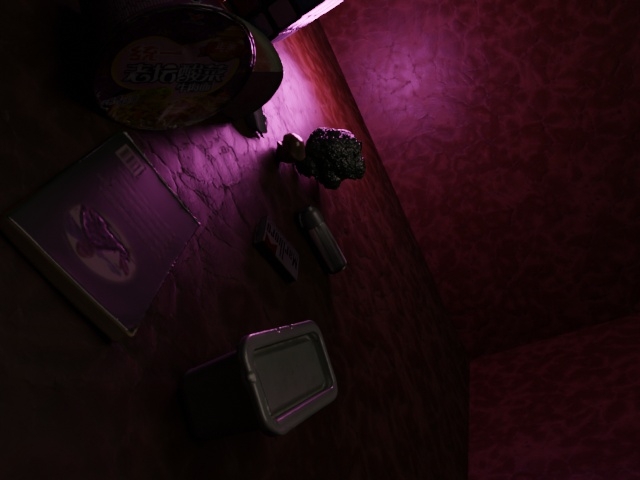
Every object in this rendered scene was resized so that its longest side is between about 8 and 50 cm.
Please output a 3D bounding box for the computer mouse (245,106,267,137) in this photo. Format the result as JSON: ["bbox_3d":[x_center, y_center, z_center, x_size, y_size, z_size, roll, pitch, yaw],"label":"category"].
[{"bbox_3d":[-0.220,-0.447,1.602,0.229,0.068,0.113,61,23,-16],"label":"computer mouse"}]

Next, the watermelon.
[{"bbox_3d":[-0.252,-0.499,1.338,0.283,0.250,0.292,60,18,-5],"label":"watermelon"}]

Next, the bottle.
[{"bbox_3d":[0.000,0.000,1.678,0.096,0.079,0.254,-37,109,-29],"label":"bottle"}]

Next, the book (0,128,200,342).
[{"bbox_3d":[-0.361,-0.029,0.884,0.260,0.043,0.371,55,23,-23],"label":"book"}]

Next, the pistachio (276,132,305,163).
[{"bbox_3d":[-0.099,-0.322,1.713,0.113,0.113,0.149,62,20,-13],"label":"pistachio"}]

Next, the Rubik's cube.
[{"bbox_3d":[-0.158,-1.016,1.927,0.359,0.363,0.362,57,27,-14],"label":"Rubik's cube"}]

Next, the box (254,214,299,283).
[{"bbox_3d":[-0.122,0.026,1.405,0.177,0.036,0.115,53,25,-33],"label":"box"}]

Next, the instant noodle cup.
[{"bbox_3d":[-0.339,-0.432,1.008,0.266,0.340,0.340,62,19,18],"label":"instant noodle cup"}]

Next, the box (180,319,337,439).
[{"bbox_3d":[-0.117,0.277,0.960,0.312,0.182,0.175,7,61,-67],"label":"box"}]

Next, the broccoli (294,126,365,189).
[{"bbox_3d":[0.028,-0.297,1.883,0.269,0.269,0.254,28,48,-59],"label":"broccoli"}]

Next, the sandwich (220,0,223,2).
[{"bbox_3d":[-0.376,-0.710,1.338,0.212,0.109,0.292,-18,70,-34],"label":"sandwich"}]
